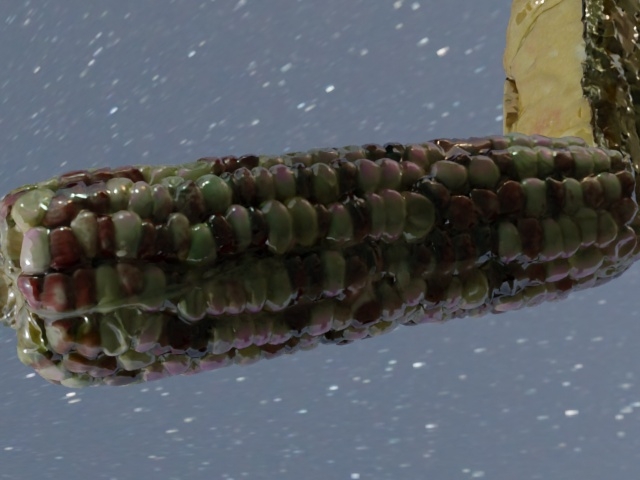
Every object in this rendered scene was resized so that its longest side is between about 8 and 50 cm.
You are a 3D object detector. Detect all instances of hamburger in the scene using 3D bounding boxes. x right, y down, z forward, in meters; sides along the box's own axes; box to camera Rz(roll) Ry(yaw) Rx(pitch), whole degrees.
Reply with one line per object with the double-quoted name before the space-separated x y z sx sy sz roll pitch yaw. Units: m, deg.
"hamburger" 0.195 -0.101 1.106 0.124 0.131 0.262 28 -129 -27

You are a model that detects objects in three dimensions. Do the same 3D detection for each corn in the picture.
"corn" 0.000 0.000 0.654 0.280 0.092 0.092 -9 -95 -14
